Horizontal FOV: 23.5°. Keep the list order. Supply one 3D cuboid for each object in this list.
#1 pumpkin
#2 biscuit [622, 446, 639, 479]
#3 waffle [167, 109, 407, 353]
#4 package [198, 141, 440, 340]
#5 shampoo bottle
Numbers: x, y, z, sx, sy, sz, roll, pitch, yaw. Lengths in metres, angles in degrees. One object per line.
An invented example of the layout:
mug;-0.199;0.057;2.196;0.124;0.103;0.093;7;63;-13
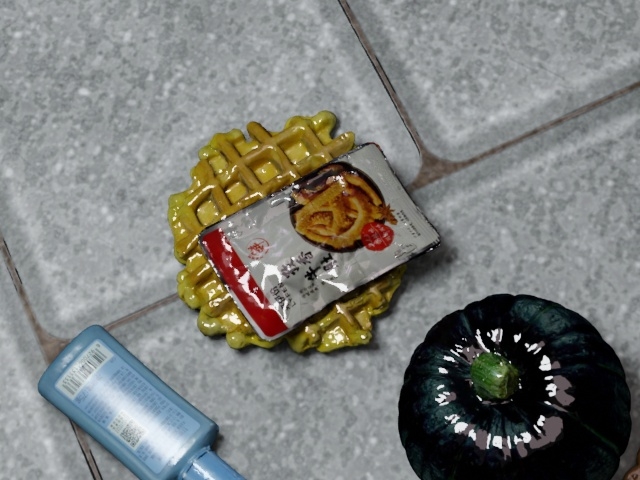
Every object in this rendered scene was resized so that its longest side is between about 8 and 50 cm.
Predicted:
pumpkin;0.196;0.163;1.590;0.248;0.248;0.248;-2;69;4
biscuit;0.388;0.289;1.637;0.250;0.035;0.162;-42;67;-12
waffle;-0.033;-0.008;1.772;0.281;0.058;0.301;-10;69;-1
package;0.000;0.000;1.720;0.239;0.030;0.154;-30;71;-10
shampoo bottle;-0.190;0.207;1.700;0.258;0.061;0.104;38;76;17
